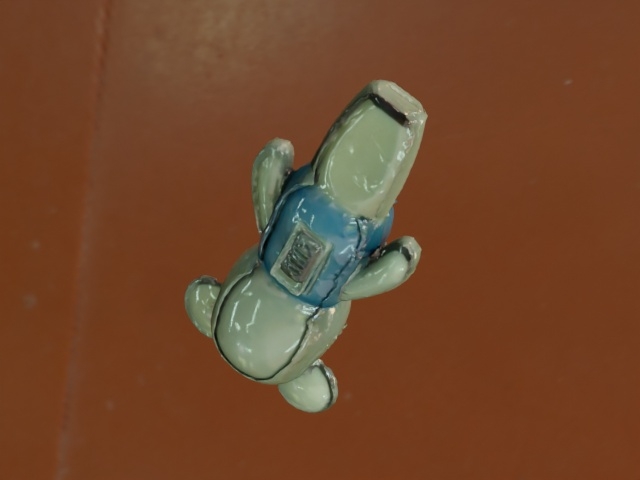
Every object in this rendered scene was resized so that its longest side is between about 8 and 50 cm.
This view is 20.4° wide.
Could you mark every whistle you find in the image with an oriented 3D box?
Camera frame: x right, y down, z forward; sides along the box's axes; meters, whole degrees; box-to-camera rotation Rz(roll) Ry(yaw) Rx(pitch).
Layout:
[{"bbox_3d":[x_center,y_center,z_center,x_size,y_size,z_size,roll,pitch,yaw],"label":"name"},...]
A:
[{"bbox_3d":[0.000,0.000,1.003,0.114,0.077,0.236,39,132,11],"label":"whistle"}]
